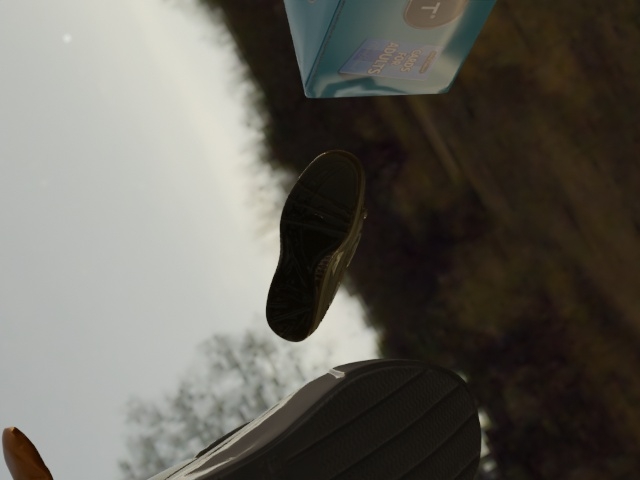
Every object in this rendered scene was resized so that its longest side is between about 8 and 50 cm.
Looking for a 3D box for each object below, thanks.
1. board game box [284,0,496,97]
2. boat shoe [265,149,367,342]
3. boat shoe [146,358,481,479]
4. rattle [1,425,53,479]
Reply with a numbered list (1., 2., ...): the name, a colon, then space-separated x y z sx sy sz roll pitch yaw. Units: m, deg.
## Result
1. board game box: 0.025 -0.275 0.761 0.254 0.079 0.336 116 146 -56
2. boat shoe: 0.002 0.001 1.216 0.056 0.153 0.048 22 -156 20
3. boat shoe: -0.030 0.133 0.868 0.302 0.094 0.109 -17 -85 -47
4. rattle: -0.259 0.260 1.267 0.143 0.200 0.130 44 172 -1
